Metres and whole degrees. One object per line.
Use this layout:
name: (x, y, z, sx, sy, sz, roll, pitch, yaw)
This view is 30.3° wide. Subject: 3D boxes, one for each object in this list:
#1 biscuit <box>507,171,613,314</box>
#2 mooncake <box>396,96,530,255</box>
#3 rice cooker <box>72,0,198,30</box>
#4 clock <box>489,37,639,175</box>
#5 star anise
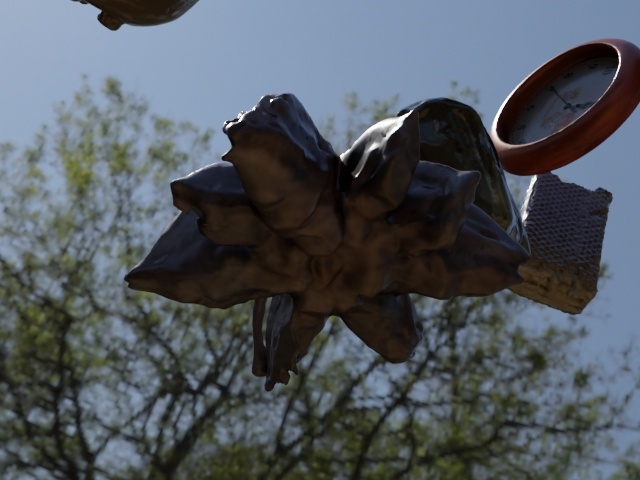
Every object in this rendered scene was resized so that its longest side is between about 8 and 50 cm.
biscuit: (0.289, -0.002, 1.429, 0.108, 0.239, 0.061, 22, -54, 5)
mooncake: (0.108, -0.040, 0.905, 0.073, 0.129, 0.125, -20, -21, 13)
rice cooker: (-0.126, -0.188, 0.569, 0.206, 0.127, 0.145, 24, 10, -35)
clock: (0.283, -0.152, 1.350, 0.205, 0.205, 0.051, -17, -54, 45)
star anise: (0.000, 0.000, 0.672, 0.229, 0.093, 0.236, -14, -40, 6)
